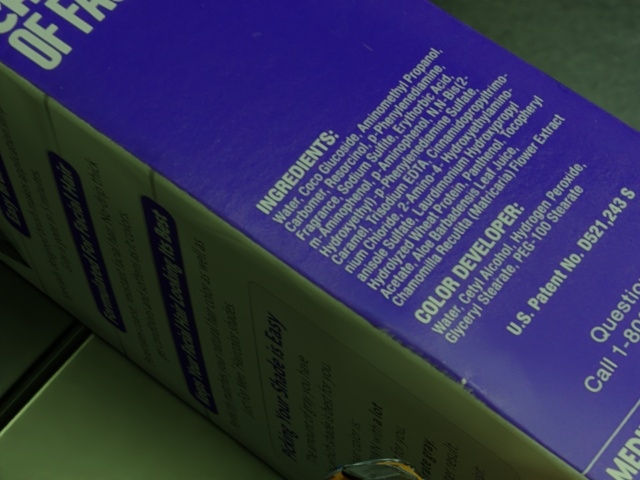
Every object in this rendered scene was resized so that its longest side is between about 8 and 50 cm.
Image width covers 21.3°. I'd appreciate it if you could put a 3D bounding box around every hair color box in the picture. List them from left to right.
[{"bbox_3d":[0.000,0.000,0.568,0.339,0.185,0.110,34,68,18],"label":"hair color box"}]

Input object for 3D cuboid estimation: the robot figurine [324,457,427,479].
[{"bbox_3d":[0.049,0.197,0.427,0.085,0.211,0.291,-8,84,-10],"label":"robot figurine"}]
